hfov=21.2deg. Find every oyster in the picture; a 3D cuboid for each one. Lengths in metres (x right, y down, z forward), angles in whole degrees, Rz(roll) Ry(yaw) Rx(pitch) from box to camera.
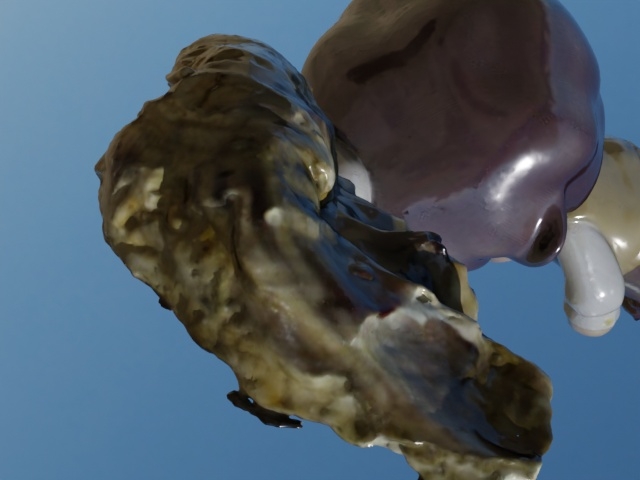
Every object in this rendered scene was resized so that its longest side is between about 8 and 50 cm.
[{"bbox_3d":[0.005,-0.004,0.746,0.294,0.166,0.094,41,-62,30],"label":"oyster"}]

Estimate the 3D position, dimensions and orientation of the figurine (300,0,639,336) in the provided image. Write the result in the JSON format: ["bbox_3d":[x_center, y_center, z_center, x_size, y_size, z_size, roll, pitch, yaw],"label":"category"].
[{"bbox_3d":[0.118,-0.048,1.174,0.206,0.365,0.218,-10,-116,23],"label":"figurine"}]
